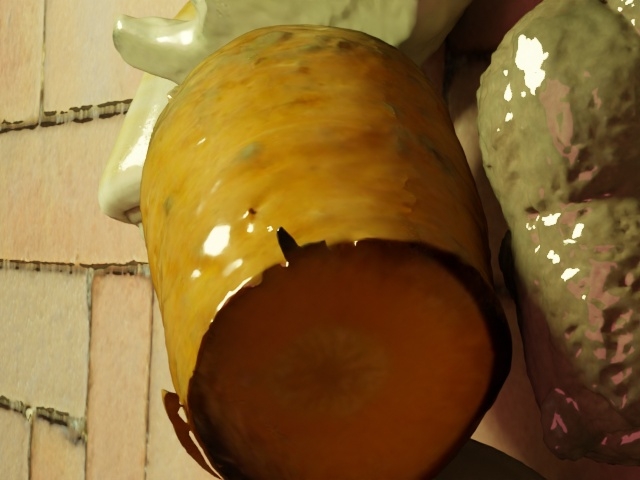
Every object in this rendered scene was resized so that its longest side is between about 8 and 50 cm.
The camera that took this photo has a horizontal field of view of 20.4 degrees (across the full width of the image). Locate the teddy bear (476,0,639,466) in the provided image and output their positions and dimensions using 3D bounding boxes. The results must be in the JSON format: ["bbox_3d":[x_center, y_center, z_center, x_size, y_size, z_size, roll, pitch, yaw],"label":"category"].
[{"bbox_3d":[0.171,-0.007,0.997,0.236,0.151,0.267,-27,66,55],"label":"teddy bear"}]

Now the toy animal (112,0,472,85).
[{"bbox_3d":[0.017,-0.228,1.289,0.266,0.188,0.308,34,134,21],"label":"toy animal"}]

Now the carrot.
[{"bbox_3d":[0.000,0.000,1.116,0.340,0.224,0.224,-109,32,-61],"label":"carrot"}]

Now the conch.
[{"bbox_3d":[-0.100,-0.102,1.545,0.158,0.127,0.255,70,-140,-81],"label":"conch"}]

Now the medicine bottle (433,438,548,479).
[{"bbox_3d":[0.031,0.328,1.153,0.224,0.224,0.384,48,129,51],"label":"medicine bottle"}]
